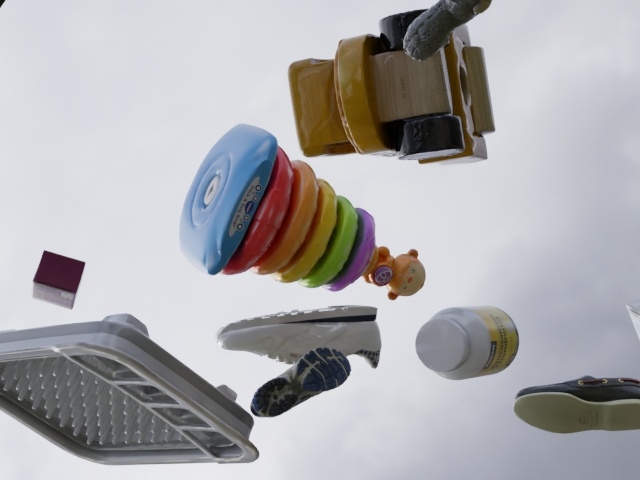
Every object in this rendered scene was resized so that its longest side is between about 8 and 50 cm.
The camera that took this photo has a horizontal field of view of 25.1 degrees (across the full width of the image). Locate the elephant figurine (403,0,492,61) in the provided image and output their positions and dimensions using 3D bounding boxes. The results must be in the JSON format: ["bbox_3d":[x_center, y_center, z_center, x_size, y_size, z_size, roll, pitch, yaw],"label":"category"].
[{"bbox_3d":[0.172,-0.301,1.377,0.239,0.186,0.169,-20,2,0],"label":"elephant figurine"}]

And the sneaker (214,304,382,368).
[{"bbox_3d":[-0.030,0.144,2.015,0.235,0.090,0.095,-4,-88,-5],"label":"sneaker"}]

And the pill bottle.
[{"bbox_3d":[0.204,0.144,2.029,0.103,0.103,0.184,-57,-24,15],"label":"pill bottle"}]

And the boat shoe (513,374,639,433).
[{"bbox_3d":[0.246,0.153,1.357,0.133,0.042,0.049,1,-52,-2],"label":"boat shoe"}]

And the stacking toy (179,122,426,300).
[{"bbox_3d":[0.000,0.000,1.683,0.302,0.166,0.175,25,-88,-24],"label":"stacking toy"}]

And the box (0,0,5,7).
[{"bbox_3d":[-0.345,-0.329,1.394,0.147,0.180,0.077,30,-55,-21],"label":"box"}]

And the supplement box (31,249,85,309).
[{"bbox_3d":[-0.316,0.048,1.730,0.083,0.055,0.043,130,157,-69],"label":"supplement box"}]

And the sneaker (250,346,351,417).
[{"bbox_3d":[-0.027,0.166,1.662,0.135,0.052,0.058,-22,-10,-28],"label":"sneaker"}]

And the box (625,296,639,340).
[{"bbox_3d":[0.489,0.177,1.674,0.169,0.087,0.290,-25,-80,-5],"label":"box"}]

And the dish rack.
[{"bbox_3d":[-0.252,0.174,1.694,0.285,0.333,0.072,41,-126,-37],"label":"dish rack"}]

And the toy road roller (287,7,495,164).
[{"bbox_3d":[0.099,-0.203,2.047,0.329,0.240,0.202,-3,-95,-70],"label":"toy road roller"}]
